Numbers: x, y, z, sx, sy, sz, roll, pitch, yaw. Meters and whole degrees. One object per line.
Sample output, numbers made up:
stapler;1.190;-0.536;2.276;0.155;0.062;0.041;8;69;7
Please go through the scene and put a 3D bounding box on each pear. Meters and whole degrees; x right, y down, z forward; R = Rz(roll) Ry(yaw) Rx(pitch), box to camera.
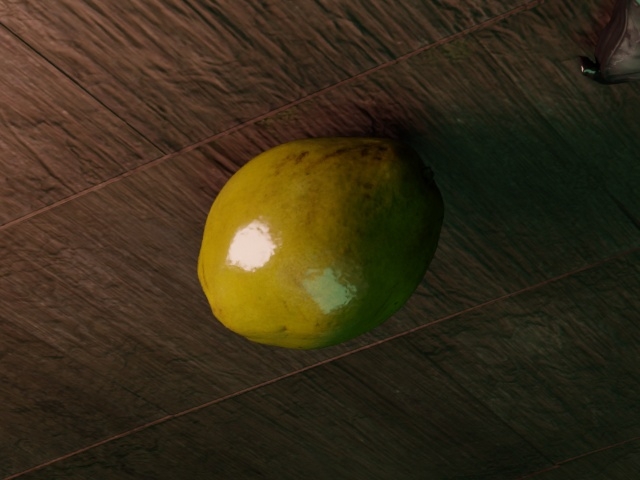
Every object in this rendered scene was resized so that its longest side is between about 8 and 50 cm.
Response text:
pear;0.000;0.000;1.974;0.269;0.212;0.212;-34;143;11

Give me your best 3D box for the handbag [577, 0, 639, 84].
handbag;0.416;-0.217;1.847;0.332;0.075;0.191;-7;153;-8
